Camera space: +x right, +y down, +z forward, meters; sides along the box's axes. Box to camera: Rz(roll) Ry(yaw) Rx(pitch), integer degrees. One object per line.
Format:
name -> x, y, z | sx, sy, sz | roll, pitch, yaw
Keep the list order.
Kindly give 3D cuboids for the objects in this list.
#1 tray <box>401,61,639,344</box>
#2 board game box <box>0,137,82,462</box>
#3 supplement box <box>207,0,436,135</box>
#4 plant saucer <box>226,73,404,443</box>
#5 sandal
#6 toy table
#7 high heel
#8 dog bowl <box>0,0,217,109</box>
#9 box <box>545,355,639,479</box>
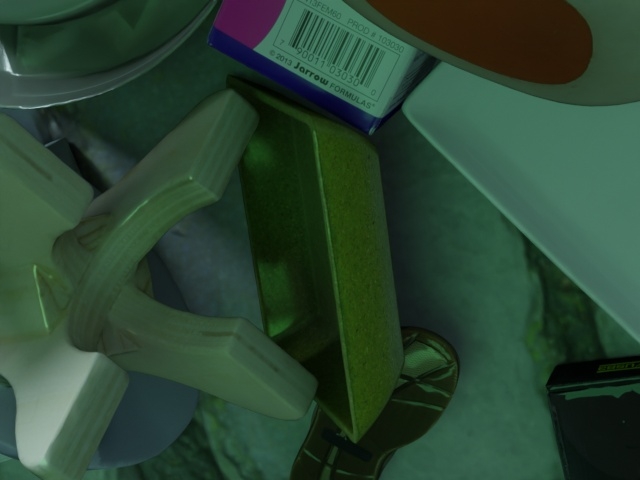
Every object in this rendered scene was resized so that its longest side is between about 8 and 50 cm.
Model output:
tray -> 0.189, -0.032, 0.881 | 0.270, 0.030, 0.145 | 44, 89, 1
board game box -> -0.271, 0.068, 1.083 | 0.305, 0.053, 0.193 | -18, 100, 24
supplement box -> 0.042, -0.189, 0.855 | 0.111, 0.114, 0.220 | 30, 116, 7
plant saucer -> 0.000, 0.000, 0.921 | 0.045, 0.188, 0.188 | -13, 107, -15
sandal -> 0.033, 0.112, 1.000 | 0.072, 0.049, 0.180 | 31, 130, 4
toy table -> -0.140, 0.028, 0.887 | 0.274, 0.252, 0.161 | 30, 152, -34
high heel -> 0.191, -0.162, 0.779 | 0.377, 0.181, 0.127 | 12, 155, 2
dog bowl -> -0.178, -0.257, 0.915 | 0.349, 0.102, 0.348 | 6, 109, 17
box -> 0.246, 0.158, 0.940 | 0.184, 0.045, 0.190 | -8, 104, 19
